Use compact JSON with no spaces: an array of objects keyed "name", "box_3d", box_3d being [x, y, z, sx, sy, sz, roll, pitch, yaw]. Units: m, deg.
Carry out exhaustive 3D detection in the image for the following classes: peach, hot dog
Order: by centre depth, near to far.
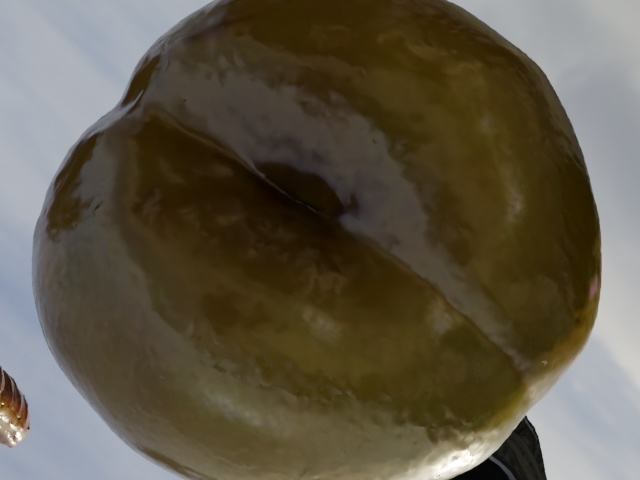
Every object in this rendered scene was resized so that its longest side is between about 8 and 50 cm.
[{"name":"peach","box_3d":[0.000,0.000,0.609,0.251,0.251,0.153,55,178,35]},{"name":"hot dog","box_3d":[-0.236,0.091,0.939,0.062,0.038,0.144,39,162,34]}]

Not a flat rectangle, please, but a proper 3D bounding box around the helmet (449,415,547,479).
[{"name":"helmet","box_3d":[0.057,0.245,1.051,0.230,0.160,0.279,28,-114,-38]}]
